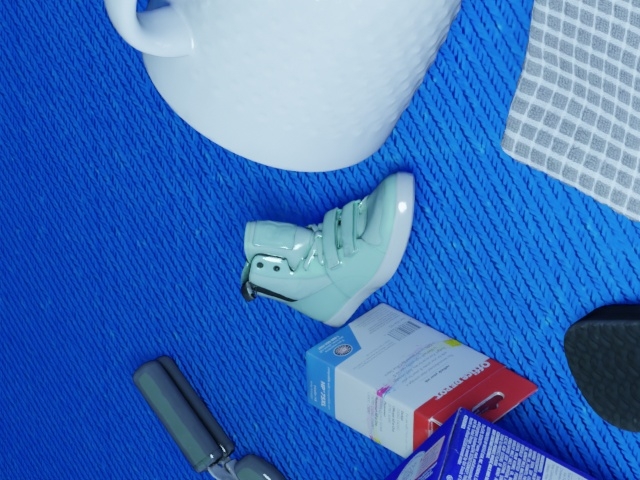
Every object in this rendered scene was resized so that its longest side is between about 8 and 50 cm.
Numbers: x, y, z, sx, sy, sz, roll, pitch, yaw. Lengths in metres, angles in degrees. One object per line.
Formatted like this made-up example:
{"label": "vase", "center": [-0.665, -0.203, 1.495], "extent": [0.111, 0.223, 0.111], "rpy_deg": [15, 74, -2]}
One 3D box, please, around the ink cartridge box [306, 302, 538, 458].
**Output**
{"label": "ink cartridge box", "center": [0.111, 0.168, 2.023], "extent": [0.231, 0.134, 0.078], "rpy_deg": [27, 132, 35]}

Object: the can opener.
{"label": "can opener", "center": [-0.132, 0.263, 2.435], "extent": [0.095, 0.076, 0.283], "rpy_deg": [-39, 82, 20]}

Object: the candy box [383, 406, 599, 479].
{"label": "candy box", "center": [0.211, 0.343, 1.938], "extent": [0.317, 0.122, 0.268], "rpy_deg": [29, 140, -8]}

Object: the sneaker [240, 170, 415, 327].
{"label": "sneaker", "center": [0.000, 0.001, 2.007], "extent": [0.151, 0.094, 0.256], "rpy_deg": [18, 139, -16]}

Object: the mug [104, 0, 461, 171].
{"label": "mug", "center": [-0.030, -0.265, 1.695], "extent": [0.276, 0.374, 0.328], "rpy_deg": [58, 140, 27]}

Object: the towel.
{"label": "towel", "center": [0.291, -0.133, 1.556], "extent": [0.284, 0.121, 0.235], "rpy_deg": [30, 133, 33]}

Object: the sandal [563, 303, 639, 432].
{"label": "sandal", "center": [0.394, 0.107, 1.709], "extent": [0.446, 0.107, 0.167], "rpy_deg": [4, 119, 61]}
